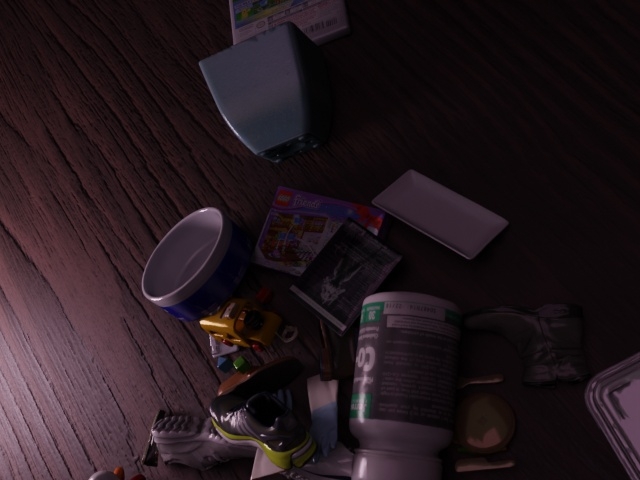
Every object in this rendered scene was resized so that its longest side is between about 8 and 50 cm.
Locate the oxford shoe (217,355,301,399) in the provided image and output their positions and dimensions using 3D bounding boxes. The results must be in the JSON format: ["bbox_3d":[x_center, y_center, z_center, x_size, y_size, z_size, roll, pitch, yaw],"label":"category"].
[{"bbox_3d":[-0.142,0.305,1.679,0.212,0.076,0.076,-26,34,8],"label":"oxford shoe"}]

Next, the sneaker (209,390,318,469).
[{"bbox_3d":[-0.129,0.359,1.532,0.300,0.121,0.111,7,33,45],"label":"sneaker"}]

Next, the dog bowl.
[{"bbox_3d":[-0.291,0.055,1.752,0.265,0.104,0.264,-29,37,25],"label":"dog bowl"}]

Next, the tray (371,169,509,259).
[{"bbox_3d":[0.258,-0.054,1.625,0.270,0.030,0.145,33,56,30],"label":"tray"}]

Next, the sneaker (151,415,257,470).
[{"bbox_3d":[-0.235,0.459,1.665,0.282,0.105,0.115,0,108,18],"label":"sneaker"}]

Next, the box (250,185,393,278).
[{"bbox_3d":[0.000,0.000,1.728,0.293,0.057,0.200,15,79,28],"label":"box"}]

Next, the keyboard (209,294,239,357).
[{"bbox_3d":[-0.245,0.154,1.811,0.072,0.014,0.255,-16,66,13],"label":"keyboard"}]

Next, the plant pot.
[{"bbox_3d":[-0.105,-0.333,1.800,0.247,0.248,0.252,-19,81,16],"label":"plant pot"}]

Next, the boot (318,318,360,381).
[{"bbox_3d":[0.049,0.205,1.640,0.106,0.082,0.219,0,61,-2],"label":"boot"}]

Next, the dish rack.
[{"bbox_3d":[0.661,0.333,1.308,0.286,0.072,0.332,-31,63,11],"label":"dish rack"}]

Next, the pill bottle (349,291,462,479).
[{"bbox_3d":[0.165,0.297,1.463,0.204,0.204,0.360,-1,71,24],"label":"pill bottle"}]

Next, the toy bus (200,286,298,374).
[{"bbox_3d":[-0.177,0.181,1.682,0.202,0.104,0.191,-36,40,9],"label":"toy bus"}]

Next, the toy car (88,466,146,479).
[{"bbox_3d":[-0.441,0.596,1.677,0.136,0.159,0.182,-21,57,-25],"label":"toy car"}]

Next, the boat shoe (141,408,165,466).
[{"bbox_3d":[-0.383,0.462,1.744,0.042,0.049,0.133,13,65,-6],"label":"boat shoe"}]

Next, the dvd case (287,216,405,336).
[{"bbox_3d":[0.055,0.076,1.626,0.165,0.018,0.221,36,83,27],"label":"dvd case"}]

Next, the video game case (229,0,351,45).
[{"bbox_3d":[-0.091,-0.629,2.011,0.329,0.036,0.299,-16,66,19],"label":"video game case"}]

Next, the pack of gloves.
[{"bbox_3d":[-0.041,0.397,1.578,0.195,0.046,0.232,-22,32,19],"label":"pack of gloves"}]

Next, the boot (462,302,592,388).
[{"bbox_3d":[0.400,0.210,1.465,0.247,0.083,0.161,-5,76,24],"label":"boot"}]

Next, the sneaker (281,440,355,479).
[{"bbox_3d":[0.004,0.464,1.554,0.235,0.090,0.094,6,62,22],"label":"sneaker"}]

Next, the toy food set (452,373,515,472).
[{"bbox_3d":[0.319,0.362,1.472,0.133,0.038,0.192,-8,58,16],"label":"toy food set"}]
